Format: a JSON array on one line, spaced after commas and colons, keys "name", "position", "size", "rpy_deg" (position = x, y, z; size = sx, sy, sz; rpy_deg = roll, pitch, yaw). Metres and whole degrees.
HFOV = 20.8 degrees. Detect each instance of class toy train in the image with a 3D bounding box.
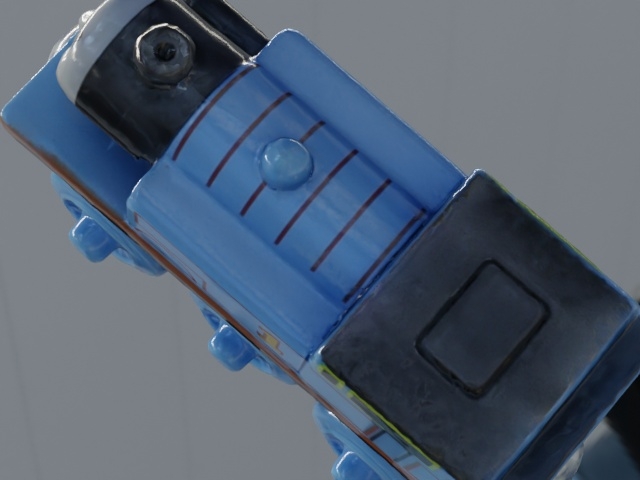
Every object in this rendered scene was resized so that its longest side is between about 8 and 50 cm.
[{"name": "toy train", "position": [0.000, 0.000, 0.454], "size": [0.080, 0.184, 0.105], "rpy_deg": [-47, -4, -13]}]
